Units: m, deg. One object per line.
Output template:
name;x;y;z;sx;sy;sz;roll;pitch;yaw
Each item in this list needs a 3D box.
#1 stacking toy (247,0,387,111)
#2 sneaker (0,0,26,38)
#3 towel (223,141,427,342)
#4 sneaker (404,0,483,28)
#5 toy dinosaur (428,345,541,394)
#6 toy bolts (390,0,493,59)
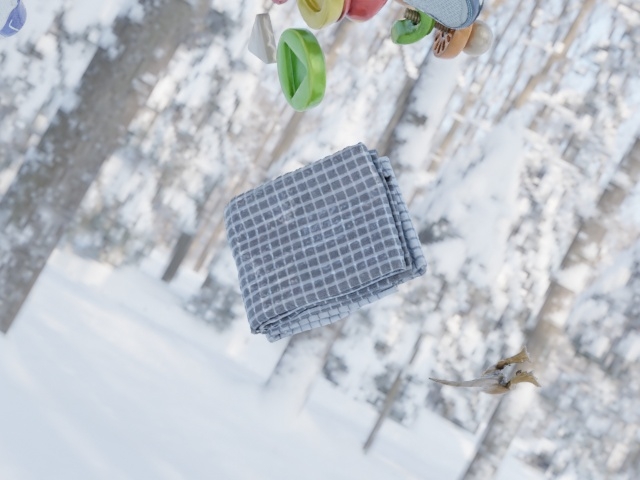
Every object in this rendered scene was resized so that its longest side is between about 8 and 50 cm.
stacking toy;-0.004;-0.371;1.967;0.130;0.279;0.309;-12;40;-23
sneaker;-0.530;-0.468;2.083;0.182;0.127;0.315;-11;-29;5
towel;0.000;0.000;1.916;0.121;0.284;0.235;41;29;-57
sneaker;0.054;-0.314;1.371;0.283;0.122;0.110;37;-37;-13
toy dinosaur;0.243;0.197;1.742;0.211;0.112;0.064;15;50;-66
toy bolts;0.224;-0.427;2.026;0.158;0.228;0.218;15;35;-15
